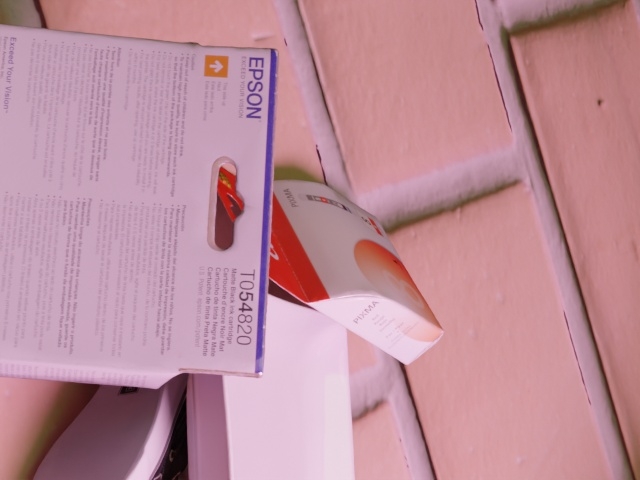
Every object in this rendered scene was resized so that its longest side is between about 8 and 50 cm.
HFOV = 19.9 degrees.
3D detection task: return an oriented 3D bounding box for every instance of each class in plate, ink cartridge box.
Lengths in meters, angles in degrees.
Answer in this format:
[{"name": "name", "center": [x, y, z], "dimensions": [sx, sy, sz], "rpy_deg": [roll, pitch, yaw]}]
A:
[{"name": "plate", "center": [-0.033, 0.177, 1.235], "dimensions": [0.277, 0.045, 0.278], "rpy_deg": [26, 60, -72]}, {"name": "ink cartridge box", "center": [-0.142, -0.022, 1.125], "dimensions": [0.224, 0.045, 0.223], "rpy_deg": [5, 71, -6]}, {"name": "ink cartridge box", "center": [0.000, 0.000, 1.336], "dimensions": [0.179, 0.045, 0.145], "rpy_deg": [37, 17, -41]}]

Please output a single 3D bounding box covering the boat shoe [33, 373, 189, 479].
[{"name": "boat shoe", "center": [-0.116, 0.129, 1.195], "dimensions": [0.076, 0.080, 0.228], "rpy_deg": [61, 33, -33]}]
